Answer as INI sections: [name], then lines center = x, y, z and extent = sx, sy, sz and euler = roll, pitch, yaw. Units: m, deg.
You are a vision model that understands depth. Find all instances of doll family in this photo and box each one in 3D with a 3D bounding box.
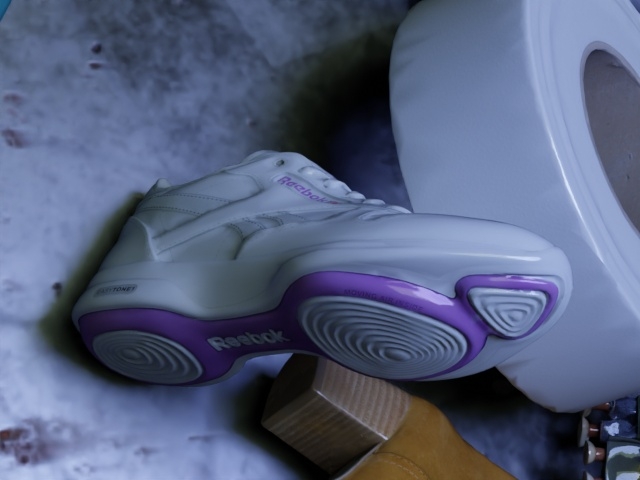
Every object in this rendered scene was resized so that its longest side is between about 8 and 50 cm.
[doll family]
center = 0.223, 0.182, 1.274
extent = 0.111, 0.076, 0.193
euler = 5, 88, -1

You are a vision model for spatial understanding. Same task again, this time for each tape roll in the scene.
[tape roll]
center = 0.158, -0.040, 1.242
extent = 0.286, 0.100, 0.286
euler = 40, 38, -42

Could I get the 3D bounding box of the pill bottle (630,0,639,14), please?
[pill bottle]
center = 0.114, -0.282, 1.313
extent = 0.334, 0.188, 0.188
euler = 26, 64, -20

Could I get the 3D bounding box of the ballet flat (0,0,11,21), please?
[ballet flat]
center = -0.197, -0.186, 1.179
extent = 0.073, 0.080, 0.232
euler = 24, 58, 12

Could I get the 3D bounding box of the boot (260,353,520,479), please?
[boot]
center = 0.040, 0.215, 1.149
extent = 0.211, 0.104, 0.295
euler = 36, 46, -19

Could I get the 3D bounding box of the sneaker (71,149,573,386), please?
[sneaker]
center = 0.000, 0.000, 1.112
extent = 0.114, 0.305, 0.152
euler = 56, 42, -42
